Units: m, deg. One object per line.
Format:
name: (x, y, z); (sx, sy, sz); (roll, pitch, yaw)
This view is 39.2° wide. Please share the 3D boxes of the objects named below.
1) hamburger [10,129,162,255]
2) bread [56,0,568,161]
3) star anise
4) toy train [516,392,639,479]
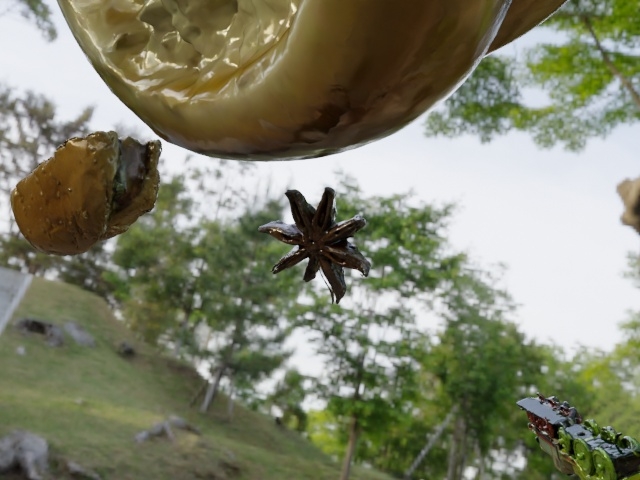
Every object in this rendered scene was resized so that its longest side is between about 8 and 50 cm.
hamburger: (-0.321, -0.051, 1.194); (0.124, 0.131, 0.262); (7, -19, -40)
bread: (-0.031, -0.225, 0.475); (0.424, 0.245, 0.329); (14, -42, 56)
star anise: (0.001, -0.002, 0.986); (0.141, 0.141, 0.042); (-1, 23, 31)
toy train: (0.288, 0.231, 0.998); (0.053, 0.085, 0.249); (-16, 5, -7)
